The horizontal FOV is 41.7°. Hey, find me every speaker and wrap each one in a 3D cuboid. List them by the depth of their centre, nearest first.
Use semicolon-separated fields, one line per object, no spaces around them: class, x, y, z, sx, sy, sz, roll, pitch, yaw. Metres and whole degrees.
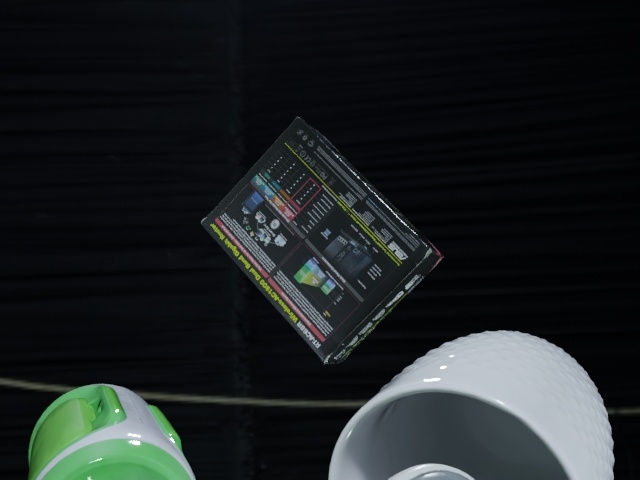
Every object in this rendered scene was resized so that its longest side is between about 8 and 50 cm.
speaker;-0.177;0.195;0.689;0.296;0.131;0.131;177;-89;-73

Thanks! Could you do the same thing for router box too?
router box;0.000;0.000;0.511;0.122;0.092;0.038;47;9;19

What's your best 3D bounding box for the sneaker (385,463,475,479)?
sneaker;0.023;0.214;0.346;0.295;0.124;0.178;-56;-177;-28

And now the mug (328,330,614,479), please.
mug;0.215;0.291;0.986;0.328;0.276;0.374;-22;95;-62
